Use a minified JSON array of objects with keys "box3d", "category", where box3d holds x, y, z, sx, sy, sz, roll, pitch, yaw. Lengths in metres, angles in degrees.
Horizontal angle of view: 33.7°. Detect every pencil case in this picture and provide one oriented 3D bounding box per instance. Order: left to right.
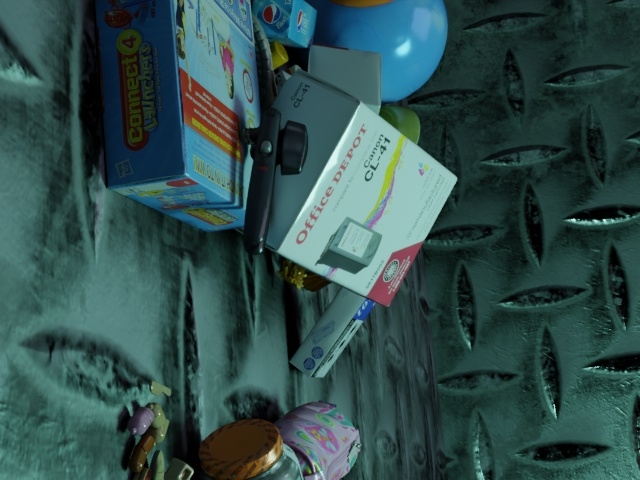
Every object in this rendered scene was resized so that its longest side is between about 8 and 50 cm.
[{"box3d":[-0.023,0.292,1.401,0.284,0.124,0.124,-3,85,-77],"category":"pencil case"}]

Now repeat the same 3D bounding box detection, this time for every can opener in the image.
[{"box3d":[-0.062,-0.071,1.189,0.059,0.073,0.186,79,19,-54],"category":"can opener"}]

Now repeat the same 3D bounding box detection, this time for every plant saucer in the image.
[{"box3d":[0.075,-0.163,1.947,0.037,0.241,0.241,43,33,-32],"category":"plant saucer"}]

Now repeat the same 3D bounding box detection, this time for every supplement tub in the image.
[{"box3d":[-0.069,0.303,1.182,0.117,0.116,0.191,-72,153,-64],"category":"supplement tub"}]

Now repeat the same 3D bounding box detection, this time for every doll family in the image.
[{"box3d":[0.000,0.000,1.627,0.163,0.118,0.263,-52,159,-3],"category":"doll family"}]

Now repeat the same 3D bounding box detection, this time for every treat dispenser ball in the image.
[{"box3d":[0.095,-0.397,1.987,0.288,0.288,0.288,-8,90,-78],"category":"treat dispenser ball"}]

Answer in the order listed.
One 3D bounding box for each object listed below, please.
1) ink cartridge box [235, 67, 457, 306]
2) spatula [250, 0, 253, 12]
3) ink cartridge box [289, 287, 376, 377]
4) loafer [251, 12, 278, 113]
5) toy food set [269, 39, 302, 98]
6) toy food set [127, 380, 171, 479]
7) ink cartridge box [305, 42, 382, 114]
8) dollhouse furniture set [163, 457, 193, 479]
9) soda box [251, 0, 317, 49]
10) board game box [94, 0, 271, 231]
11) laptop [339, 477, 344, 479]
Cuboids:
[{"box3d":[0.031,-0.061,1.447,0.306,0.131,0.226,27,92,-56],"category":"ink cartridge box"},{"box3d":[-0.092,-0.484,1.708,0.084,0.030,0.297,-39,137,-77],"category":"spatula"},{"box3d":[0.037,0.121,1.668,0.207,0.046,0.097,-55,166,2],"category":"ink cartridge box"},{"box3d":[-0.104,-0.189,1.431,0.087,0.094,0.251,-83,171,-68],"category":"loafer"},{"box3d":[-0.061,-0.191,1.674,0.111,0.104,0.232,18,45,-62],"category":"toy food set"},{"box3d":[-0.169,0.199,1.017,0.078,0.019,0.122,56,37,-69],"category":"toy food set"},{"box3d":[0.028,-0.229,1.831,0.176,0.128,0.127,105,-10,-54],"category":"ink cartridge box"},{"box3d":[-0.155,0.283,1.031,0.091,0.081,0.114,48,58,-25],"category":"dollhouse furniture set"},{"box3d":[-0.058,-0.360,1.730,0.210,0.067,0.071,-28,127,-80],"category":"soda box"},{"box3d":[-0.149,-0.182,1.192,0.308,0.086,0.302,33,51,-74],"category":"board game box"},{"box3d":[0.078,0.457,1.728,0.234,0.136,0.265,-19,101,-78],"category":"laptop"}]
